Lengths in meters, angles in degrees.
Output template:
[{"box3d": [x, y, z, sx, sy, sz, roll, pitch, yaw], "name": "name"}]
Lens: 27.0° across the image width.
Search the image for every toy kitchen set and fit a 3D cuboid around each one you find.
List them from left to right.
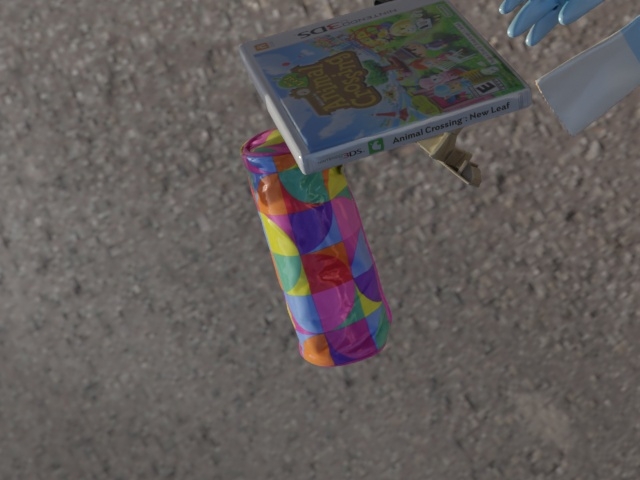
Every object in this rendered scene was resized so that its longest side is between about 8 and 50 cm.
[{"box3d": [0.151, -0.105, 1.354, 0.068, 0.083, 0.075, 42, 105, 24], "name": "toy kitchen set"}]

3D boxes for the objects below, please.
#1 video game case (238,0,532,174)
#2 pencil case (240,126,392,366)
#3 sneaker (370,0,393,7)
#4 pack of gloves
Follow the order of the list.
[{"box3d": [0.047, -0.140, 1.123, 0.212, 0.193, 0.023, -118, 13, -53], "name": "video game case"}, {"box3d": [0.000, 0.000, 1.260, 0.104, 0.104, 0.236, 8, 119, 47], "name": "pencil case"}, {"box3d": [0.098, -0.305, 1.497, 0.101, 0.106, 0.267, 14, 145, -2], "name": "sneaker"}, {"box3d": [0.290, -0.214, 1.215, 0.195, 0.232, 0.046, 49, -169, -35], "name": "pack of gloves"}]
